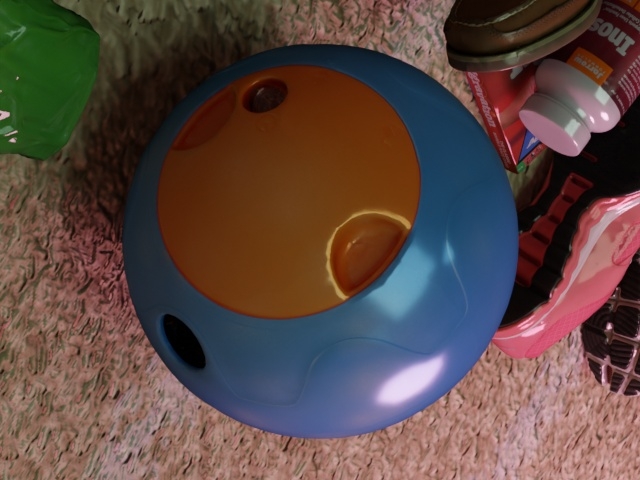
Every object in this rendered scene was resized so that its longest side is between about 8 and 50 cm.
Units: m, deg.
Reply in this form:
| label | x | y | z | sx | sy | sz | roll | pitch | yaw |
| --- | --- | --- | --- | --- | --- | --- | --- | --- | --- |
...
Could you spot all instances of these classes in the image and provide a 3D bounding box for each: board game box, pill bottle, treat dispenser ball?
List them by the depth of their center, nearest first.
| label | x | y | z | sx | sy | sz | roll | pitch | yaw |
| --- | --- | --- | --- | --- | --- | --- | --- | --- | --- |
| treat dispenser ball | 0.000 | 0.000 | 1.349 | 0.288 | 0.288 | 0.288 | -21 | 124 | -35 |
| pill bottle | 0.243 | -0.151 | 1.612 | 0.152 | 0.086 | 0.086 | -52 | 136 | -11 |
| board game box | 0.244 | -0.202 | 1.671 | 0.281 | 0.027 | 0.145 | -44 | 133 | -18 |

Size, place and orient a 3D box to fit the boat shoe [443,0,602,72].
| label | x | y | z | sx | sy | sz | roll | pitch | yaw |
| --- | --- | --- | --- | --- | --- | --- | --- | --- | --- |
| boat shoe | 0.187 | -0.242 | 1.484 | 0.307 | 0.110 | 0.104 | -44 | 132 | -41 |

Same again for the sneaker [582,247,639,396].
| label | x | y | z | sx | sy | sz | roll | pitch | yaw |
| --- | --- | --- | --- | --- | --- | --- | --- | --- | --- |
| sneaker | 0.347 | 0.026 | 1.835 | 0.118 | 0.107 | 0.279 | -12 | 121 | -50 |

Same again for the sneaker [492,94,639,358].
| label | x | y | z | sx | sy | sz | roll | pitch | yaw |
| --- | --- | --- | --- | --- | --- | --- | --- | --- | --- |
| sneaker | 0.255 | -0.017 | 1.737 | 0.314 | 0.116 | 0.136 | -46 | 145 | -7 |

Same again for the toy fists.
| label | x | y | z | sx | sy | sz | roll | pitch | yaw |
| --- | --- | --- | --- | --- | --- | --- | --- | --- | --- |
| toy fists | -0.201 | -0.189 | 1.207 | 0.142 | 0.096 | 0.279 | 18 | 96 | -57 |
